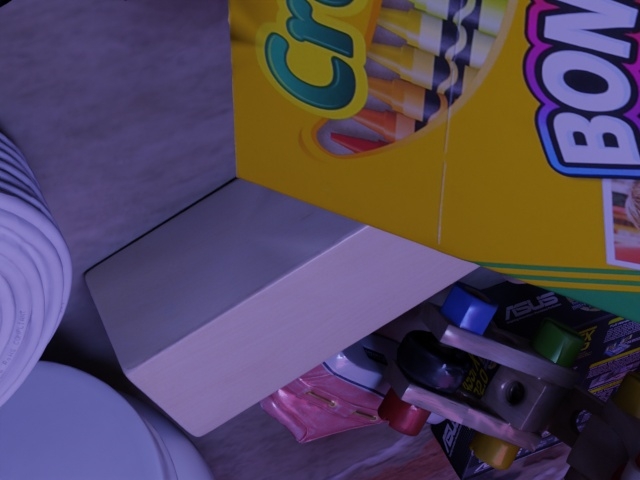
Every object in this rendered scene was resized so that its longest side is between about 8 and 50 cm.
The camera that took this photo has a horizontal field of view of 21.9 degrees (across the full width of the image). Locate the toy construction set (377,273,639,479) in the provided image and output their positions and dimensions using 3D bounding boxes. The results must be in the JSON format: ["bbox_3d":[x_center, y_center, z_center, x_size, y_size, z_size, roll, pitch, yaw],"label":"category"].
[{"bbox_3d":[0.203,0.104,1.184,0.257,0.308,0.237,4,178,43],"label":"toy construction set"}]

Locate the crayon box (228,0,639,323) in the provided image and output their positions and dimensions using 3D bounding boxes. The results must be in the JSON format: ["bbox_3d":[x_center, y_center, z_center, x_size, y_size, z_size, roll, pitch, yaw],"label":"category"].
[{"bbox_3d":[0.124,-0.117,0.594,0.363,0.313,0.106,91,22,-52],"label":"crayon box"}]

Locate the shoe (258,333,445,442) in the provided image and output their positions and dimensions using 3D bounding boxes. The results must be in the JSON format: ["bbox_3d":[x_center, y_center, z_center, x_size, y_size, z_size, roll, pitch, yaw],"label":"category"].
[{"bbox_3d":[0.023,0.115,1.246,0.081,0.063,0.178,-38,144,18],"label":"shoe"}]

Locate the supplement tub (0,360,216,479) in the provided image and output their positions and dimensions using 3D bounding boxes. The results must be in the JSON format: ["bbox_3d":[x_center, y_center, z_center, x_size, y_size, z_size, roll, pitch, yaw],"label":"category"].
[{"bbox_3d":[-0.160,0.234,1.093,0.235,0.235,0.325,-27,150,-5],"label":"supplement tub"}]

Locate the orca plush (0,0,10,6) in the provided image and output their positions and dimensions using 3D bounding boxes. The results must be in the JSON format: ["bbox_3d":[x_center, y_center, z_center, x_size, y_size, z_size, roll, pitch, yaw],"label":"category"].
[{"bbox_3d":[-0.085,-0.136,0.709,0.287,0.102,0.151,-18,154,-18],"label":"orca plush"}]

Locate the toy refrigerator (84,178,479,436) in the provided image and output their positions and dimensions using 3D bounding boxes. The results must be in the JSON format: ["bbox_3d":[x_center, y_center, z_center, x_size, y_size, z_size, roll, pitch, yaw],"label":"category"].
[{"bbox_3d":[0.000,0.000,1.018,0.269,0.094,0.102,-32,143,5],"label":"toy refrigerator"}]

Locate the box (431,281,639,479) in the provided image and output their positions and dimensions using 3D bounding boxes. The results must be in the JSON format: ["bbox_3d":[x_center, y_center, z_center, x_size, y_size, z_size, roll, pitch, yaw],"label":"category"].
[{"bbox_3d":[0.238,0.085,1.382,0.270,0.060,0.216,-18,148,-19],"label":"box"}]

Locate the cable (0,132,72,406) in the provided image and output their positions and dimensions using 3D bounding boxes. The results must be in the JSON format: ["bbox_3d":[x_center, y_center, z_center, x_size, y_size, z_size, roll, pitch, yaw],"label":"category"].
[{"bbox_3d":[-0.253,0.038,0.841,0.257,0.089,0.257,-29,151,-11],"label":"cable"}]
